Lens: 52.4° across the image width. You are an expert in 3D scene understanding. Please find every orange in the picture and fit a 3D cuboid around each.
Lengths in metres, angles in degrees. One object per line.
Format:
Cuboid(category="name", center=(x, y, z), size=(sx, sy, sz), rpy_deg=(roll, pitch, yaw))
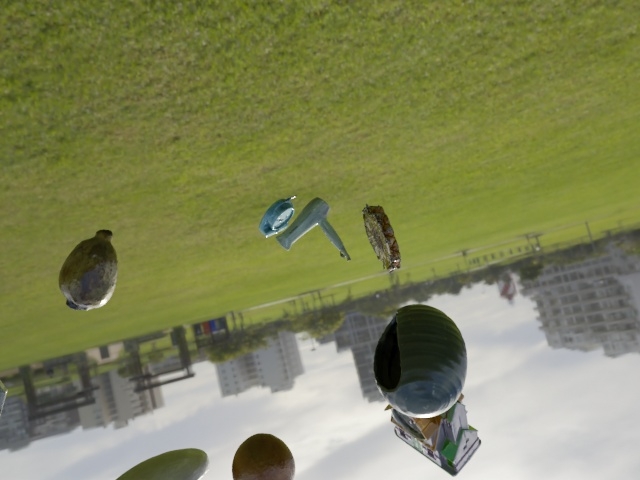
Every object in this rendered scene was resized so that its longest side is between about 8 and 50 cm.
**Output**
Cuboid(category="orange", center=(-0.169, 0.676, 1.918), size=(0.206, 0.206, 0.206), rpy_deg=(-14, 174, -2))

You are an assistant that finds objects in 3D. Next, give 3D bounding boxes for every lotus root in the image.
Cuboid(category="lotus root", center=(-0.579, 0.072, 1.639), size=(0.138, 0.214, 0.138), rpy_deg=(15, 179, 0))

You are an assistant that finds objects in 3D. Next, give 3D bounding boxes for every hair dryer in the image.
Cuboid(category="hair dryer", center=(0.000, 0.000, 2.145), size=(0.206, 0.237, 0.075), rpy_deg=(-46, 169, -1))

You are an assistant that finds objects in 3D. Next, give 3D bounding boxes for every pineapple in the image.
Cuboid(category="pineapple", center=(0.171, -0.010, 1.775), size=(0.047, 0.221, 0.221), rpy_deg=(-21, 174, -7))

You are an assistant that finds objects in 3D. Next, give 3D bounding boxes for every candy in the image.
Cuboid(category="candy", center=(-0.536, 0.787, 2.016), size=(0.426, 0.186, 0.386), rpy_deg=(-27, 164, -32))

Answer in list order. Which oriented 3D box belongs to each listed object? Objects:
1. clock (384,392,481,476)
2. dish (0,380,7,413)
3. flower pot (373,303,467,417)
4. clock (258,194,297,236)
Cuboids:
Cuboid(category="clock", center=(0.295, 0.469, 1.784), size=(0.235, 0.310, 0.166), rpy_deg=(27, -122, 39))
Cuboid(category="dish", center=(-0.812, 0.397, 1.593), size=(0.064, 0.234, 0.154), rpy_deg=(14, 168, -20))
Cuboid(category="flower pot", center=(0.197, 0.234, 1.277), size=(0.157, 0.243, 0.189), rpy_deg=(16, 125, -10))
Cuboid(category="clock", center=(-0.122, -0.082, 1.952), size=(0.108, 0.045, 0.147), rpy_deg=(-28, 155, -46))
